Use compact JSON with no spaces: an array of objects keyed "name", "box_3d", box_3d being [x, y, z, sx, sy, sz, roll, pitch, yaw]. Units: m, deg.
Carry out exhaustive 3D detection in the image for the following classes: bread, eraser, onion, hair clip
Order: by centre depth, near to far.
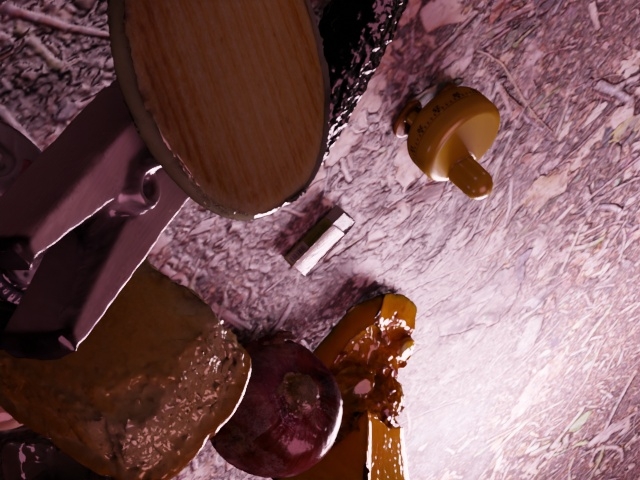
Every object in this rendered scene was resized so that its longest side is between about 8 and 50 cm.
[{"name":"hair clip","box_3d":[-0.141,-0.054,1.004,0.101,0.085,0.330,62,40,-27]},{"name":"bread","box_3d":[-0.074,-0.141,1.020,0.040,0.267,0.267,-10,167,30]},{"name":"bread","box_3d":[-0.186,0.092,1.138,0.174,0.246,0.121,-55,158,-21]},{"name":"eraser","box_3d":[0.000,0.000,1.486,0.083,0.019,0.038,-46,150,4]},{"name":"onion","box_3d":[-0.066,0.203,1.551,0.159,0.159,0.195,-18,163,-38]}]

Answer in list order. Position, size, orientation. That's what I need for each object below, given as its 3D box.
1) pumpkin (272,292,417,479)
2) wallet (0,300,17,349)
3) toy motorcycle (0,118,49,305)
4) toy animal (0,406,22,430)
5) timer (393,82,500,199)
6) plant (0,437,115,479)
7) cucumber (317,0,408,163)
[{"name":"pumpkin","box_3d":[0.057,0.221,1.676,0.280,0.190,0.139,-48,150,7]},{"name":"wallet","box_3d":[-0.372,0.093,0.967,0.310,0.042,0.165,-18,162,25]},{"name":"toy motorcycle","box_3d":[-0.292,-0.040,0.966,0.260,0.110,0.170,8,85,-34]},{"name":"toy animal","box_3d":[-0.321,0.134,1.215,0.114,0.091,0.082,-3,162,-33]},{"name":"timer","box_3d":[0.147,-0.106,1.437,0.107,0.109,0.107,-31,149,-22]},{"name":"plant","box_3d":[-0.241,0.320,1.451,0.194,0.181,0.320,-37,155,-12]},{"name":"cucumber","box_3d":[0.027,-0.182,1.225,0.072,0.072,0.300,-7,136,-47]}]
